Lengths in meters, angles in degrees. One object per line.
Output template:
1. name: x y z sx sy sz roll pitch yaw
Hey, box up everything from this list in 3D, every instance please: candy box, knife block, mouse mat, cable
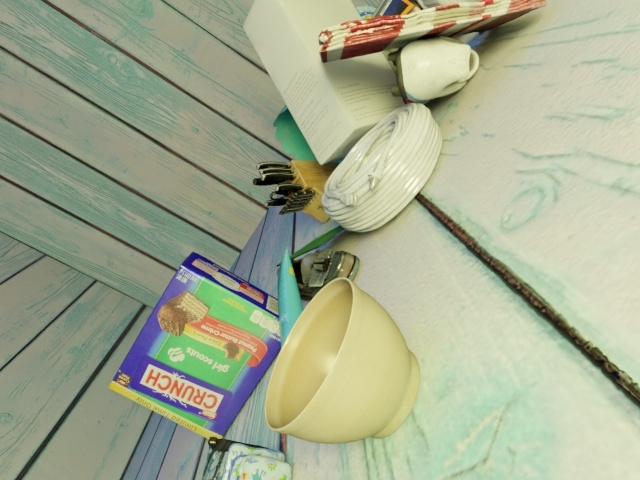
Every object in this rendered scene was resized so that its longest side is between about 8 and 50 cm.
1. candy box: -0.252 0.231 0.890 0.317 0.268 0.122 -57 9 9
2. knife block: -0.054 -0.169 1.113 0.088 0.242 0.275 -47 17 39
3. mouse mat: 0.000 0.000 0.862 0.153 0.007 0.190 -35 4 -37
4. cable: 0.108 -0.132 0.740 0.257 0.089 0.257 -54 16 -12

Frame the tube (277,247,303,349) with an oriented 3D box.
1. tube: -0.061 0.113 0.774 0.207 0.052 0.080 -105 33 -44

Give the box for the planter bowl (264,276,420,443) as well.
1. planter bowl: 0.030 0.134 0.419 0.162 0.109 0.162 -53 14 19

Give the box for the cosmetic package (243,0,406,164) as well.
1. cosmetic package: 0.018 -0.389 0.926 0.217 0.384 0.156 -23 -9 -35

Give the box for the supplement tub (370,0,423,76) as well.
1. supplement tub: 0.226 -0.525 0.993 0.316 0.194 0.193 -53 14 24

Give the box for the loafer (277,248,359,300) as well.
1. loafer: -0.019 0.067 0.802 0.096 0.084 0.267 -64 14 -22

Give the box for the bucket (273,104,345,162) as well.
1. bucket: 0.016 -0.361 1.253 0.183 0.281 0.281 -63 14 -25

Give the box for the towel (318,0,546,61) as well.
1. towel: 0.159 -0.354 0.686 0.237 0.329 0.037 -86 -14 -72

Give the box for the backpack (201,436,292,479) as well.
1. backpack: -0.095 0.313 0.498 0.084 0.105 0.114 -14 53 43

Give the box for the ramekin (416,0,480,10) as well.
1. ramekin: 0.289 -0.546 0.804 0.207 0.207 0.109 -53 23 23

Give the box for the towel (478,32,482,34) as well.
1. towel: 0.340 -0.439 0.783 0.060 0.009 0.083 -63 14 -16

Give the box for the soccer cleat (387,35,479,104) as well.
1. soccer cleat: 0.221 -0.314 0.773 0.331 0.143 0.115 -50 -45 -63

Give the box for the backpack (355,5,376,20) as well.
1. backpack: 0.114 -0.555 1.296 0.355 0.290 0.273 -146 70 -71
